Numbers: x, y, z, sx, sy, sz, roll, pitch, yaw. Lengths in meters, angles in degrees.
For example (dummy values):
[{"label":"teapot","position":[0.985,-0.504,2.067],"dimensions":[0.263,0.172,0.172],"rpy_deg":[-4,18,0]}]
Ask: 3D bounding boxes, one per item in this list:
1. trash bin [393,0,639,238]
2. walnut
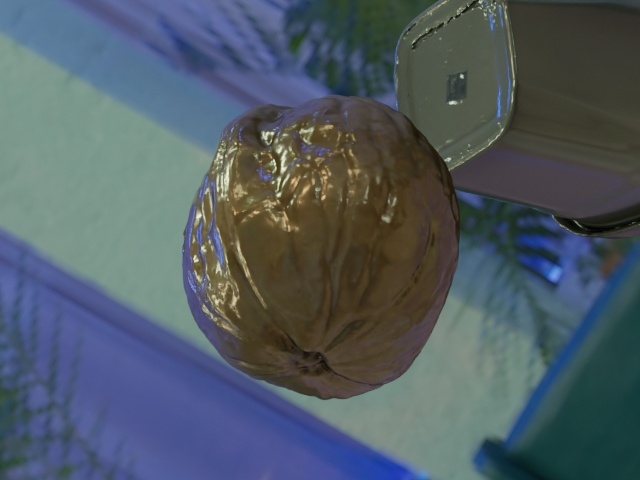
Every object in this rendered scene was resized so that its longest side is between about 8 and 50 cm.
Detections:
[{"label":"trash bin","position":[0.220,-0.130,1.855],"dimensions":[0.219,0.250,0.219],"rpy_deg":[-32,58,49]},{"label":"walnut","position":[0.000,0.000,1.481],"dimensions":[0.228,0.228,0.228],"rpy_deg":[-59,5,9]}]
